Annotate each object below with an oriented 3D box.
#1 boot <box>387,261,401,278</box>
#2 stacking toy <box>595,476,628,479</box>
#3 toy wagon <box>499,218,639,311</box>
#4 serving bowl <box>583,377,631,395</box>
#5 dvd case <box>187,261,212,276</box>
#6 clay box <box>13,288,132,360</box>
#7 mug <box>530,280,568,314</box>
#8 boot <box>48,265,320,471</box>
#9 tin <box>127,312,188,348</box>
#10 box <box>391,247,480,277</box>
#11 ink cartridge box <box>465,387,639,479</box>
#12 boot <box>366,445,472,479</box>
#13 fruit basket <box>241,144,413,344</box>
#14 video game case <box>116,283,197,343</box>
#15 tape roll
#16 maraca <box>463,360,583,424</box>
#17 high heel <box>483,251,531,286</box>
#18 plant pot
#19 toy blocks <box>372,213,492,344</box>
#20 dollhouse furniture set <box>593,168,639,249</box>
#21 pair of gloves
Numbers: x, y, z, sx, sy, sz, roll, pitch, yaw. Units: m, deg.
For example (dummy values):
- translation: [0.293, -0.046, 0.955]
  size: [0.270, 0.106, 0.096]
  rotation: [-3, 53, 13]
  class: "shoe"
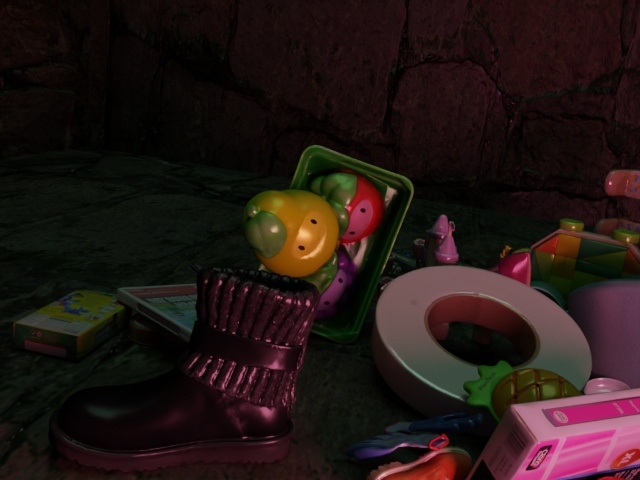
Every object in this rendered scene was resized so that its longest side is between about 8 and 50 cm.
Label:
- translation: [0.074, 0.069, 1.674]
  size: [0.178, 0.236, 0.085]
  rotation: [47, 29, -12]
  class: "boot"
- translation: [0.426, 0.365, 0.694]
  size: [0.141, 0.141, 0.330]
  rotation: [-2, 10, -32]
  class: "stacking toy"
- translation: [0.576, 0.088, 1.499]
  size: [0.344, 0.267, 0.068]
  rotation: [15, 16, 31]
  class: "toy wagon"
- translation: [0.523, 0.285, 1.177]
  size: [0.083, 0.027, 0.083]
  rotation: [-7, 23, 3]
  class: "serving bowl"
- translation: [-0.177, 0.104, 1.474]
  size: [0.221, 0.018, 0.164]
  rotation: [16, 8, -33]
  class: "dvd case"
- translation: [-0.449, 0.150, 1.210]
  size: [0.127, 0.053, 0.222]
  rotation: [10, 13, 10]
  class: "clay box"
- translation: [0.497, 0.166, 1.462]
  size: [0.158, 0.129, 0.097]
  rotation: [48, 25, 10]
  class: "mug"
- translation: [-0.182, 0.161, 0.880]
  size: [0.347, 0.260, 0.131]
  rotation: [3, 15, -17]
  class: "boot"
- translation: [-0.275, 0.171, 1.250]
  size: [0.189, 0.040, 0.106]
  rotation: [5, 11, -7]
  class: "tin"
- translation: [0.305, 0.082, 1.805]
  size: [0.183, 0.059, 0.232]
  rotation: [-5, 20, -40]
  class: "box"
- translation: [0.374, 0.277, 0.855]
  size: [0.370, 0.176, 0.069]
  rotation: [-1, 36, -26]
  class: "ink cartridge box"
- translation: [0.146, 0.322, 0.838]
  size: [0.157, 0.059, 0.084]
  rotation: [-10, 24, -26]
  class: "boot"
- translation: [0.000, 0.000, 1.299]
  size: [0.282, 0.392, 0.392]
  rotation: [21, 16, 6]
  class: "fruit basket"
- translation: [-0.230, 0.141, 1.246]
  size: [0.285, 0.025, 0.204]
  rotation: [21, 13, 39]
  class: "video game case"
- translation: [0.282, 0.183, 1.168]
  size: [0.391, 0.072, 0.392]
  rotation: [5, 33, -3]
  class: "tape roll"
- translation: [0.302, 0.237, 0.952]
  size: [0.185, 0.099, 0.127]
  rotation: [20, 43, 40]
  class: "maraca"
- translation: [0.443, 0.131, 1.349]
  size: [0.117, 0.244, 0.082]
  rotation: [-31, 11, 35]
  class: "high heel"
- translation: [0.635, 0.179, 1.270]
  size: [0.247, 0.248, 0.252]
  rotation: [-4, 5, -37]
  class: "plant pot"
- translation: [0.273, 0.060, 1.478]
  size: [0.308, 0.260, 0.288]
  rotation: [6, 14, -3]
  class: "toy blocks"
- translation: [0.810, 0.044, 1.519]
  size: [0.256, 0.394, 0.362]
  rotation: [-5, 19, -36]
  class: "dollhouse furniture set"
- translation: [0.139, 0.280, 0.927]
  size: [0.159, 0.023, 0.198]
  rotation: [-18, -10, 39]
  class: "pair of gloves"
